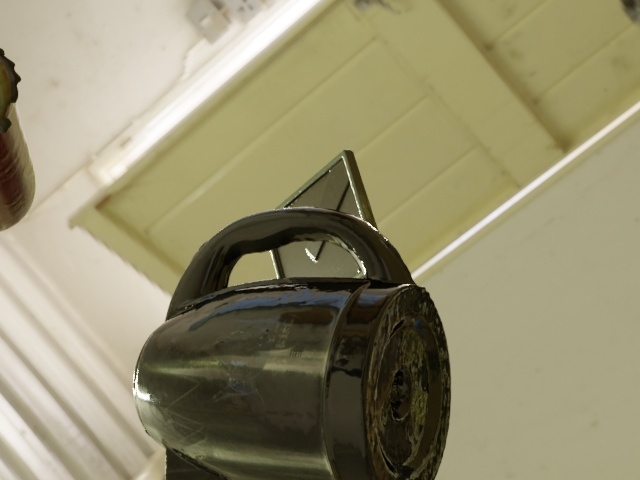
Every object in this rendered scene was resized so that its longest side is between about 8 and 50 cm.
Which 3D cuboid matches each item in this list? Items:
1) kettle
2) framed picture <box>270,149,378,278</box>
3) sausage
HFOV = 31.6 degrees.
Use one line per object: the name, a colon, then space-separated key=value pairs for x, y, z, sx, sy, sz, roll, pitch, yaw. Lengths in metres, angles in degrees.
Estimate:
kettle: x=-0.047 y=0.115 z=1.208 sx=0.228 sy=0.324 sz=0.320 roll=31 pitch=-118 yaw=-58
framed picture: x=0.000 y=0.000 z=1.381 sx=0.015 sy=0.203 sz=0.150 roll=-4 pitch=-112 yaw=-36
sausage: x=-0.237 y=-0.059 z=0.773 sx=0.083 sy=0.083 sz=0.264 roll=53 pitch=164 yaw=5
